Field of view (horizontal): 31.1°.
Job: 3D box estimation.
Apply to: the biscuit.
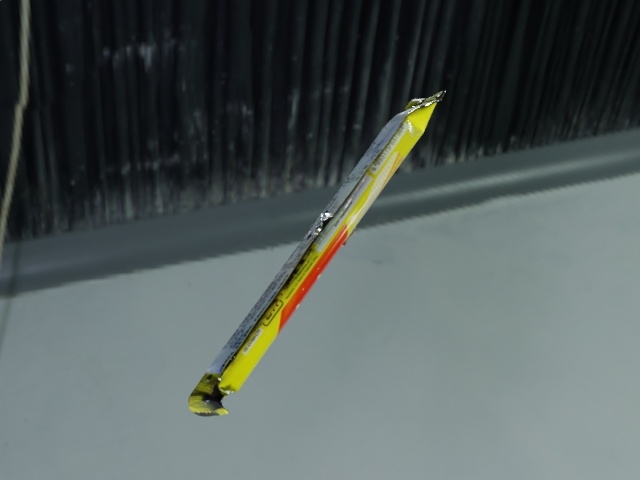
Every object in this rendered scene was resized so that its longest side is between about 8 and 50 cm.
[{"bbox_3d":[0.000,0.000,0.798,0.026,0.048,0.292,45,67,-21],"label":"biscuit"}]
